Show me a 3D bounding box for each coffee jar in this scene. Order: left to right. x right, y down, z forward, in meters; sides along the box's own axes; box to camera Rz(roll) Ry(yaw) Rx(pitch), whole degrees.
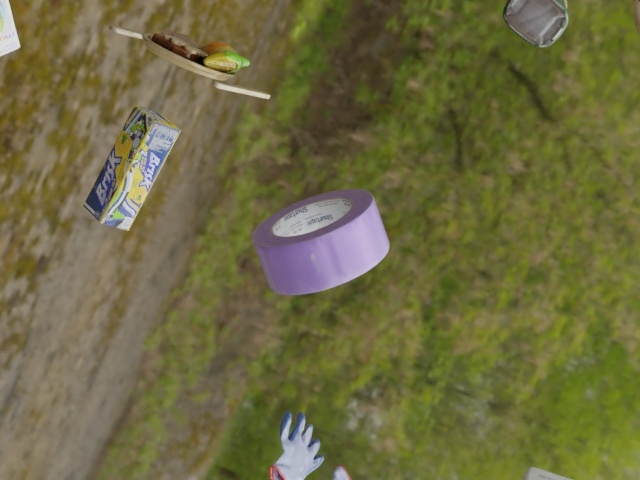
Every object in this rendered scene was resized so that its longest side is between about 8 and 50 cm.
[{"bbox_3d":[0.337,-0.362,1.873,0.079,0.096,0.184,-51,-176,21],"label":"coffee jar"}]

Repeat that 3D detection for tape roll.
[{"bbox_3d":[0.000,0.000,1.748,0.189,0.189,0.080,-66,139,-65],"label":"tape roll"}]

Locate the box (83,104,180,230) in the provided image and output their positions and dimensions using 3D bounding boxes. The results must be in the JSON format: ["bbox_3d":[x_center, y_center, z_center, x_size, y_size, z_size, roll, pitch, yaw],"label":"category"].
[{"bbox_3d":[-0.269,-0.102,1.713,0.054,0.059,0.169,18,105,-46],"label":"box"}]

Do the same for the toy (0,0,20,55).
[{"bbox_3d":[-0.513,-0.319,1.753,0.137,0.056,0.237,-25,151,-17],"label":"toy"}]

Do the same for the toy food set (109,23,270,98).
[{"bbox_3d":[-0.156,-0.234,1.472,0.132,0.192,0.038,-1,118,-62],"label":"toy food set"}]

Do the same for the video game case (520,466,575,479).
[{"bbox_3d":[0.280,0.305,1.203,0.227,0.206,0.026,100,9,-60],"label":"video game case"}]

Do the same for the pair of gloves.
[{"bbox_3d":[-0.008,0.335,1.652,0.023,0.198,0.159,-25,-165,25],"label":"pair of gloves"}]

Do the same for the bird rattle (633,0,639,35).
[{"bbox_3d":[0.626,-0.376,1.983,0.143,0.207,0.253,42,32,-67],"label":"bird rattle"}]
